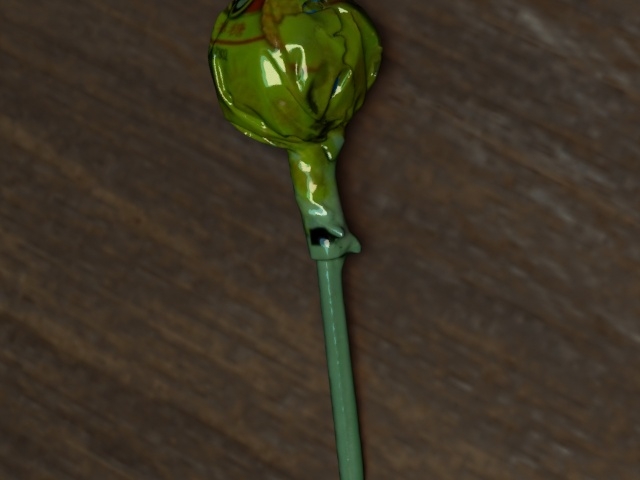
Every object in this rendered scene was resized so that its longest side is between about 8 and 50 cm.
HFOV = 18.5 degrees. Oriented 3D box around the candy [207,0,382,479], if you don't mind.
[{"bbox_3d":[0.000,0.000,0.714,0.062,0.058,0.194,-11,101,-12],"label":"candy"}]
